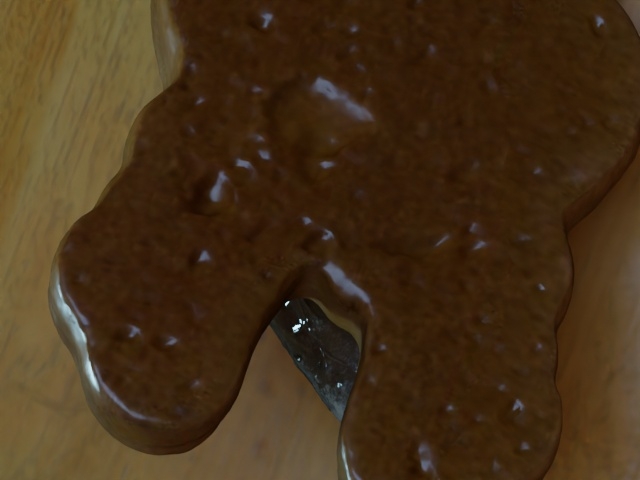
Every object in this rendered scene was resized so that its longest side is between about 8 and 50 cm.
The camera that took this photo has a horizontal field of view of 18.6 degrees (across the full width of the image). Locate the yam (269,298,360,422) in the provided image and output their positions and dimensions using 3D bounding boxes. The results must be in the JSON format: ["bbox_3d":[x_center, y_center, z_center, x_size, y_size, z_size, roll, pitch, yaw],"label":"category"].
[{"bbox_3d":[-0.002,0.001,0.800,0.079,0.079,0.141,-40,74,9],"label":"yam"}]

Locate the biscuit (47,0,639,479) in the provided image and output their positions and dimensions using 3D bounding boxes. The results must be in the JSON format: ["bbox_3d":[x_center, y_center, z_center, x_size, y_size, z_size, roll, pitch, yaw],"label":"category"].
[{"bbox_3d":[0.025,-0.052,0.761,0.202,0.047,0.334,17,67,-2],"label":"biscuit"}]
